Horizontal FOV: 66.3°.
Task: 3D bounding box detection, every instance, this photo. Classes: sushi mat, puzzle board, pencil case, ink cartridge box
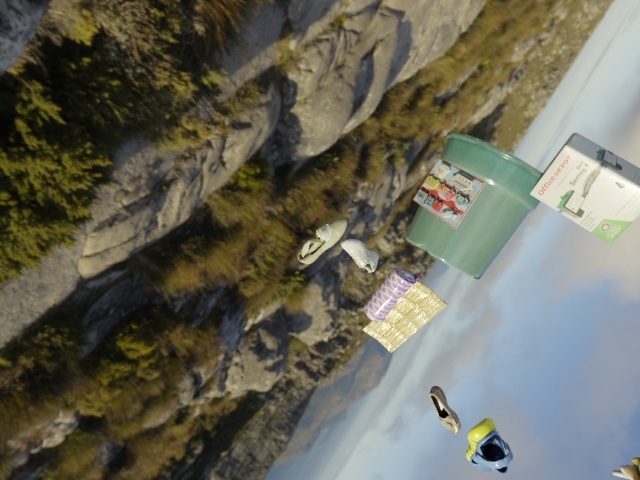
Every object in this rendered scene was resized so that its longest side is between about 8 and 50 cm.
[{"bbox_3d":[0.316,0.290,1.856,0.316,0.151,0.019,-48,-177,26],"label":"sushi mat"},{"bbox_3d":[0.238,-0.092,0.921,0.011,0.128,0.096,17,109,-39],"label":"puzzle board"},{"bbox_3d":[0.225,0.179,1.589,0.206,0.088,0.086,-56,-152,30],"label":"pencil case"},{"bbox_3d":[0.635,-0.124,1.148,0.092,0.219,0.160,-40,158,-40],"label":"ink cartridge box"}]

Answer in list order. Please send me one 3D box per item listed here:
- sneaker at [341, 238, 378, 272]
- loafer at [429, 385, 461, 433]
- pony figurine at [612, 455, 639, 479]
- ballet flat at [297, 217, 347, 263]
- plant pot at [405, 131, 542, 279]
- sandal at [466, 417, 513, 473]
[{"bbox_3d":[0.125,0.046,1.531,0.053,0.152,0.061,-30,-141,42],"label":"sneaker"},{"bbox_3d":[0.301,0.421,1.203,0.045,0.125,0.039,-30,175,33],"label":"loafer"},{"bbox_3d":[0.761,0.471,0.841,0.351,0.363,0.303,-25,-142,57],"label":"pony figurine"},{"bbox_3d":[0.000,0.000,1.859,0.248,0.086,0.086,-48,170,25],"label":"ballet flat"},{"bbox_3d":[0.440,-0.087,1.443,0.334,0.341,0.341,-61,164,7],"label":"plant pot"},{"bbox_3d":[0.566,0.716,1.628,0.126,0.138,0.317,-33,138,-5],"label":"sandal"}]
